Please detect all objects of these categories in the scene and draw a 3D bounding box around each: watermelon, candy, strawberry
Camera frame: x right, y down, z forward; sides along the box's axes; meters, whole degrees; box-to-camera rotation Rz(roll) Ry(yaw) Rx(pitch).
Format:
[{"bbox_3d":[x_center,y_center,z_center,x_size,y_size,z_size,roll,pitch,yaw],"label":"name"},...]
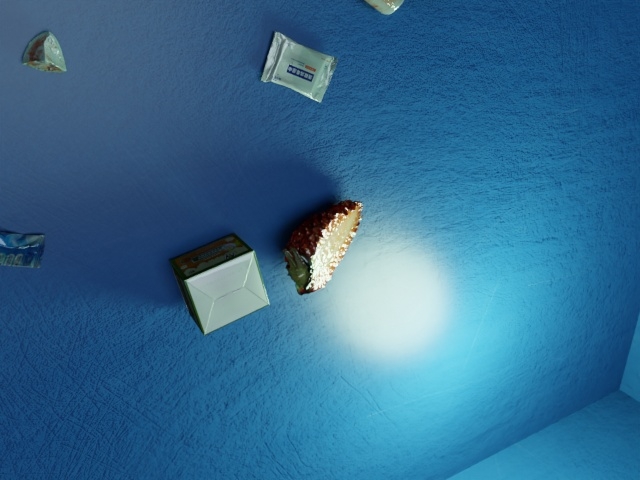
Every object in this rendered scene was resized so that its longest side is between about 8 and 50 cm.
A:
[{"bbox_3d":[-0.555,-0.378,1.146,0.085,0.061,0.085,-16,128,-21],"label":"watermelon"},{"bbox_3d":[-0.686,0.020,1.265,0.136,0.038,0.088,9,110,-44],"label":"candy"},{"bbox_3d":[0.000,0.000,1.643,0.306,0.137,0.234,-50,152,-34],"label":"strawberry"}]

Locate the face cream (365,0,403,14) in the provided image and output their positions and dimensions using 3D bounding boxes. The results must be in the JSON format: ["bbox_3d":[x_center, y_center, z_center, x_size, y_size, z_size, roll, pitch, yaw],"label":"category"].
[{"bbox_3d":[0.098,-0.663,1.394,0.251,0.101,0.101,19,101,-36],"label":"face cream"}]

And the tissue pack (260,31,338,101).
[{"bbox_3d":[-0.053,-0.439,1.449,0.193,0.026,0.123,11,106,-34],"label":"tissue pack"}]

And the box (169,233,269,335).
[{"bbox_3d":[-0.266,0.111,1.495,0.194,0.148,0.178,-24,120,-20],"label":"box"}]
